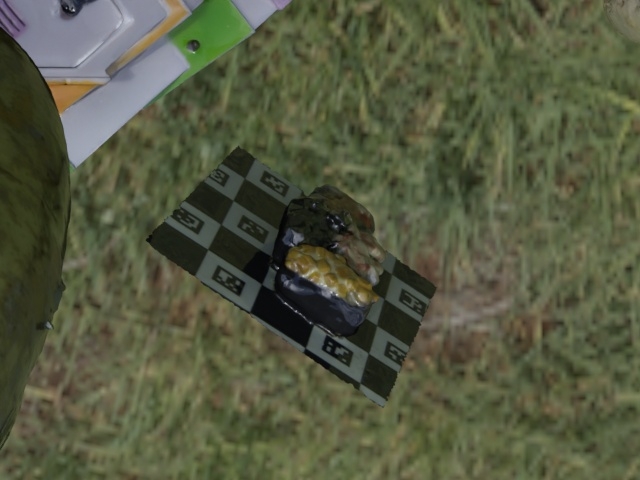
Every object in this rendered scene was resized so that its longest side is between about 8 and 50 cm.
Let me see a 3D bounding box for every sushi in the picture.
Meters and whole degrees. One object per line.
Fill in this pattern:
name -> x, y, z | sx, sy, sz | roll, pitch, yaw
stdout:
sushi -> 0.000, 0.000, 1.307 | 0.192, 0.215, 0.050 | 35, 115, -1

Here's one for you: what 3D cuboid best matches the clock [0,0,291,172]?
clock -> -0.192, -0.190, 1.334 | 0.309, 0.166, 0.235 | -43, 111, -14

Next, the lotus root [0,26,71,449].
lotus root -> -0.168, 0.004, 0.650 | 0.173, 0.309, 0.173 | 2, 130, 2

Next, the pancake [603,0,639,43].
pancake -> 0.368, -0.231, 1.301 | 0.382, 0.382, 0.071 | -20, 102, 22
